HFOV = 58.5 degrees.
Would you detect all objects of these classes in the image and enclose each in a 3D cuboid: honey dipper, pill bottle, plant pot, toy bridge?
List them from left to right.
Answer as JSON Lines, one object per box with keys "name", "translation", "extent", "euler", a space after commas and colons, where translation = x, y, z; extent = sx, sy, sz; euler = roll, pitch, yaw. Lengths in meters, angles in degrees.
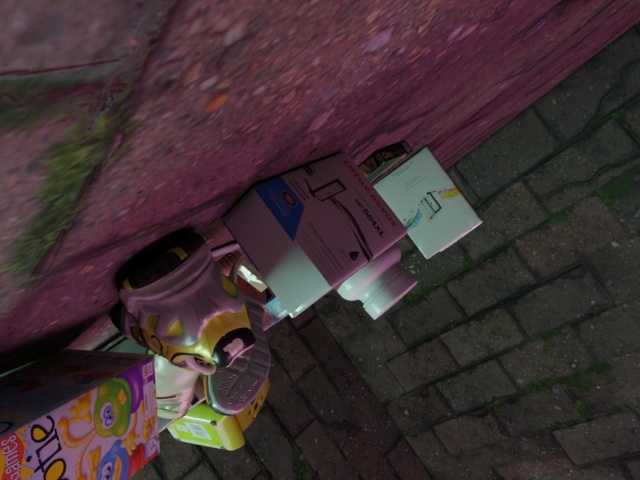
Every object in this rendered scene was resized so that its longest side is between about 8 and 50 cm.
{"name": "honey dipper", "translation": [-0.199, 0.073, 0.968], "extent": [0.161, 0.030, 0.030], "euler": [-34, 176, 7]}
{"name": "plant pot", "translation": [-0.272, 0.382, 1.421], "extent": [0.228, 0.227, 0.207], "euler": [83, 19, -47]}
{"name": "toy bridge", "translation": [-0.110, 0.055, 0.909], "extent": [0.026, 0.063, 0.188], "euler": [-40, -166, 42]}
{"name": "pill bottle", "translation": [0.049, 0.015, 0.909], "extent": [0.121, 0.216, 0.121], "euler": [-40, 169, -10]}

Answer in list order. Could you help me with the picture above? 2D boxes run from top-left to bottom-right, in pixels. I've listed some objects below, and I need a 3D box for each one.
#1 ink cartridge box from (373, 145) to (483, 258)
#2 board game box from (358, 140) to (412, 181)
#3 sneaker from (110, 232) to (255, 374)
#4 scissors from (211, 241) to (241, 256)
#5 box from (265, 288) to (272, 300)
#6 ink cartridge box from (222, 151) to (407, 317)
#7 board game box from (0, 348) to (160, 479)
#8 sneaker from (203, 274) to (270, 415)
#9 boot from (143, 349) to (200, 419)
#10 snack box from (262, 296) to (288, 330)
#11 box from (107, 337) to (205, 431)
{"name": "ink cartridge box", "translation": [0.279, -0.096, 1.475], "extent": [0.168, 0.232, 0.171], "euler": [-36, 176, 13]}
{"name": "board game box", "translation": [0.052, -0.095, 1.099], "extent": [0.260, 0.030, 0.136], "euler": [-38, 173, 34]}
{"name": "sneaker", "translation": [-0.182, 0.114, 0.760], "extent": [0.145, 0.147, 0.385], "euler": [-36, 179, -17]}
{"name": "scissors", "translation": [-0.113, 0.005, 0.943], "extent": [0.109, 0.021, 0.297], "euler": [-39, 176, 39]}
{"name": "box", "translation": [-0.227, 0.172, 1.502], "extent": [0.180, 0.077, 0.147], "euler": [-34, 176, -16]}
{"name": "ink cartridge box", "translation": [0.001, -0.018, 0.732], "extent": [0.086, 0.148, 0.203], "euler": [-41, 174, 39]}
{"name": "board game box", "translation": [-0.324, 0.235, 0.654], "extent": [0.144, 0.142, 0.275], "euler": [0, -174, 17]}
{"name": "sneaker", "translation": [-0.195, 0.215, 1.114], "extent": [0.180, 0.124, 0.321], "euler": [-38, -150, 30]}
{"name": "boot", "translation": [-0.302, 0.209, 0.962], "extent": [0.077, 0.213, 0.165], "euler": [-96, -150, -58]}
{"name": "snack box", "translation": [-0.163, 0.217, 1.563], "extent": [0.322, 0.060, 0.187], "euler": [-36, 178, 25]}
{"name": "box", "translation": [-0.336, 0.277, 1.097], "extent": [0.182, 0.181, 0.119], "euler": [-35, 174, -12]}
